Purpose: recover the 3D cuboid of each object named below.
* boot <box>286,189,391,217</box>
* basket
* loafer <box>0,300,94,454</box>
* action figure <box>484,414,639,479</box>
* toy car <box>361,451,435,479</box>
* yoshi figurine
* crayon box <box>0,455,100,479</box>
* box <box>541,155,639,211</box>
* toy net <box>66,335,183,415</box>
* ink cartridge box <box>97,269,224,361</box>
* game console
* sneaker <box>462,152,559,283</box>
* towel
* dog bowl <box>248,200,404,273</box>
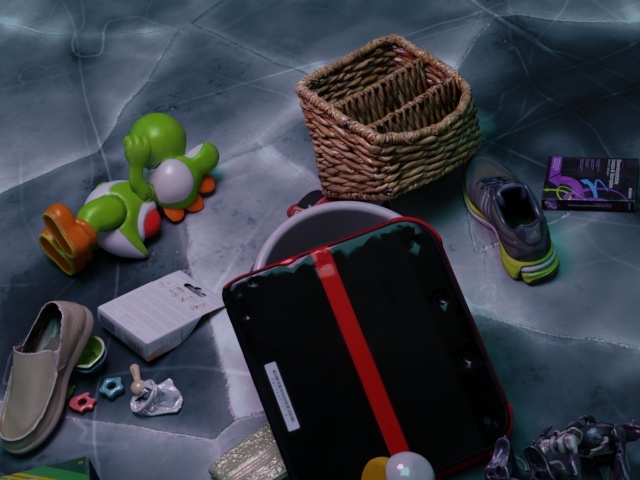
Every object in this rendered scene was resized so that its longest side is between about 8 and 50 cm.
[{"bbox_3d":[0.000,0.000,2.152,0.176,0.088,0.244,8,41,24],"label":"boot"},{"bbox_3d":[0.136,-0.224,2.172,0.213,0.223,0.299,6,28,44],"label":"basket"},{"bbox_3d":[-0.459,0.212,1.996,0.102,0.092,0.268,3,63,31],"label":"loafer"},{"bbox_3d":[0.346,0.315,1.691,0.164,0.141,0.275,-9,-5,44],"label":"action figure"},{"bbox_3d":[0.122,0.384,1.685,0.136,0.159,0.182,12,51,-36],"label":"toy car"},{"bbox_3d":[-0.362,-0.109,2.281,0.362,0.203,0.203,-36,41,-26],"label":"yoshi figurine"},{"bbox_3d":[-0.480,0.451,1.798,0.323,0.083,0.203,-14,43,0],"label":"crayon box"},{"bbox_3d":[0.476,-0.101,2.173,0.162,0.029,0.116,3,45,15],"label":"box"},{"bbox_3d":[-0.333,0.237,2.012,0.232,0.045,0.122,17,51,29],"label":"toy net"},{"bbox_3d":[-0.271,0.127,2.131,0.179,0.045,0.145,-23,40,-37],"label":"ink cartridge box"},{"bbox_3d":[0.074,0.181,1.821,0.342,0.060,0.386,-21,78,-3],"label":"game console"},{"bbox_3d":[0.322,-0.067,2.107,0.111,0.121,0.300,-20,43,-7],"label":"sneaker"},{"bbox_3d":[-0.087,0.332,1.863,0.148,0.027,0.110,-33,45,-20],"label":"towel"},{"bbox_3d":[0.044,0.092,1.951,0.348,0.102,0.349,1,61,-1],"label":"dog bowl"}]
